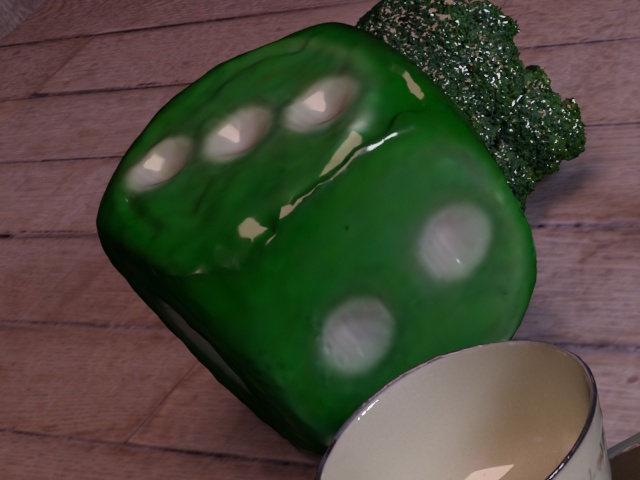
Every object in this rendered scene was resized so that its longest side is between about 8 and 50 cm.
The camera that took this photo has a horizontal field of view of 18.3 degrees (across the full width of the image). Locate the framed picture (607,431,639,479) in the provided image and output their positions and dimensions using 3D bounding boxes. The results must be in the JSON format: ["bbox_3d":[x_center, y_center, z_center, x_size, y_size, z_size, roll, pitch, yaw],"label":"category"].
[{"bbox_3d":[0.342,0.166,1.503,0.273,0.016,0.216,-28,27,5],"label":"framed picture"}]

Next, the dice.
[{"bbox_3d":[0.000,0.000,1.809,0.300,0.287,0.297,-43,31,-11],"label":"dice"}]

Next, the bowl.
[{"bbox_3d":[0.126,0.197,1.542,0.238,0.126,0.238,-24,26,12],"label":"bowl"}]

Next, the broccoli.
[{"bbox_3d":[0.130,-0.134,2.055,0.294,0.245,0.265,42,117,44],"label":"broccoli"}]
